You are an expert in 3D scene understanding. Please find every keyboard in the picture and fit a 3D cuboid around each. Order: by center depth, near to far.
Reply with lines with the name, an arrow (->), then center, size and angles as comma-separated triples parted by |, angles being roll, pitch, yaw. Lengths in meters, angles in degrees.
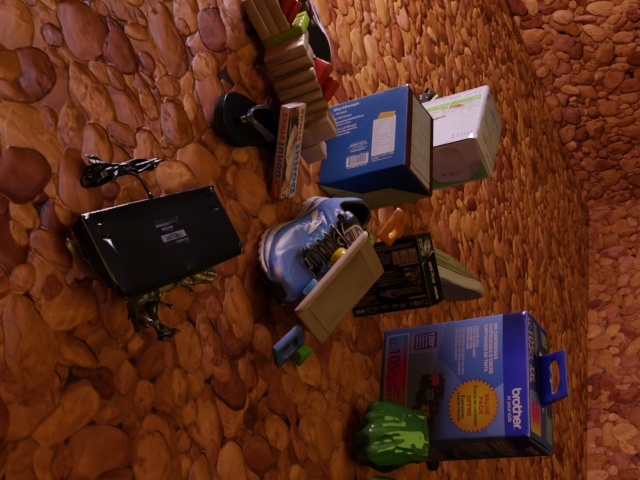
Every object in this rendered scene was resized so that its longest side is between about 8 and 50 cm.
keyboard -> -0.235, -0.036, 1.114 | 0.202, 0.033, 0.317 | 63, 26, 2

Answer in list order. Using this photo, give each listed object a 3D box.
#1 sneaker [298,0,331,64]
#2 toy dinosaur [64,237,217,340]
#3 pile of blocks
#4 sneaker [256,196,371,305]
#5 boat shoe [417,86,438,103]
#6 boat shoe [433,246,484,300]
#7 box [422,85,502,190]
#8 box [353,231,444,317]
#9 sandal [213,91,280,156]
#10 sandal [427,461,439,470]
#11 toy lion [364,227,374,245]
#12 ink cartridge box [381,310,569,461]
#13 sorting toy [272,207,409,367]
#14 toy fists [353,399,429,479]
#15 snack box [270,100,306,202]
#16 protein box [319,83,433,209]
sneaker -> -0.015, -0.443, 1.644 | 0.077, 0.072, 0.178 | -58, 136, -64
toy dinosaur -> -0.240, 0.072, 1.077 | 0.268, 0.064, 0.118 | 14, 54, -58
pile of blocks -> -0.030, -0.336, 1.501 | 0.149, 0.112, 0.362 | -39, 111, -70
sneaker -> 0.000, 0.000, 1.431 | 0.130, 0.147, 0.330 | 66, 34, -21
boat shoe -> 0.283, -0.383, 2.168 | 0.042, 0.049, 0.133 | 44, 44, -4
boat shoe -> 0.341, 0.088, 2.036 | 0.302, 0.109, 0.094 | 26, 56, -51
box -> 0.288, -0.239, 1.900 | 0.127, 0.261, 0.231 | 58, 34, -32
box -> 0.149, 0.072, 1.629 | 0.077, 0.180, 0.147 | -14, 91, -59
sandal -> -0.104, -0.210, 1.416 | 0.254, 0.054, 0.097 | 9, 72, -59
sandal -> 0.276, 0.452, 1.855 | 0.067, 0.040, 0.179 | 23, 61, -55
toy lion -> 0.064, 0.019, 1.586 | 0.034, 0.096, 0.100 | 29, 56, -53
ink cartridge box -> 0.332, 0.309, 1.644 | 0.151, 0.395, 0.270 | 41, 46, -47
sorting toy -> 0.029, 0.078, 1.366 | 0.348, 0.047, 0.196 | -48, 156, -10
toy fists -> 0.130, 0.451, 1.519 | 0.142, 0.096, 0.279 | 14, 67, -29
snack box -> -0.059, -0.162, 1.436 | 0.064, 0.022, 0.178 | -32, 135, -59
protein box -> 0.122, -0.189, 1.653 | 0.136, 0.199, 0.201 | 41, 46, -47
